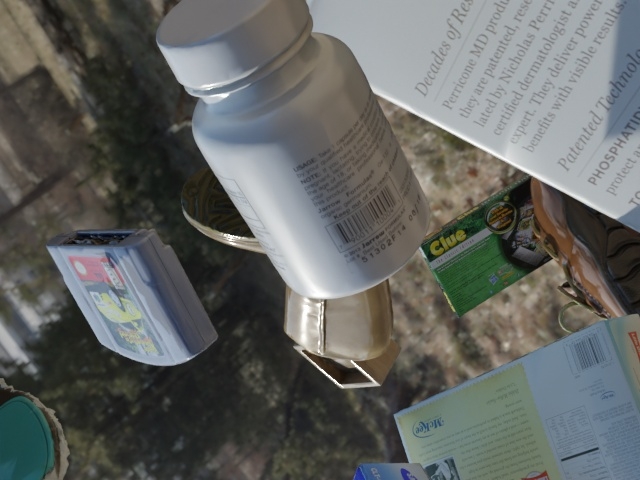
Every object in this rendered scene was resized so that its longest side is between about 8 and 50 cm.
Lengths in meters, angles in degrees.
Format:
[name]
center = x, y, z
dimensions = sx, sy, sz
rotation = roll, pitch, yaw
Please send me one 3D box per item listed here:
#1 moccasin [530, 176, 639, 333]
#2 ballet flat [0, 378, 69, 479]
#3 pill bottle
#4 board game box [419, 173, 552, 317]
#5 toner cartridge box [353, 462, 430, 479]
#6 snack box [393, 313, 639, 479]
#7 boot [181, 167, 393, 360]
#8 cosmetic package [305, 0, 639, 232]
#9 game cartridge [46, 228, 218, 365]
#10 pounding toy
[moccasin]
center = 0.375, 0.039, 1.365
dimensions = 0.380, 0.139, 0.147
rotation = -122, 27, -49
[ballet flat]
center = -0.456, 0.279, 1.492
dimensions = 0.409, 0.147, 0.147
rotation = 28, 145, 44
[pill bottle]
center = -0.019, -0.079, 0.762
dimensions = 0.131, 0.131, 0.229
rotation = 16, 145, 48
[board game box]
center = 0.288, -0.006, 1.597
dimensions = 0.136, 0.259, 0.030
rotation = 61, 175, -16
[toner cartridge box]
center = 0.051, 0.413, 1.057
dimensions = 0.165, 0.075, 0.348
rotation = -122, 42, -54
[snack box]
center = 0.215, 0.217, 1.045
dimensions = 0.322, 0.060, 0.187
rotation = -35, 66, 48
[boot]
center = -0.030, 0.039, 1.170
dimensions = 0.236, 0.089, 0.270
rotation = 11, 147, 7
[cosmetic package]
center = 0.248, -0.280, 0.942
dimensions = 0.393, 0.329, 0.327
rotation = 28, 134, 4
[game cartridge]
center = -0.260, 0.077, 1.419
dimensions = 0.294, 0.060, 0.196
rotation = 0, 124, 53
[pounding toy]
center = 0.051, 0.159, 1.776
dimensions = 0.181, 0.094, 0.206
rotation = 43, 151, -19
